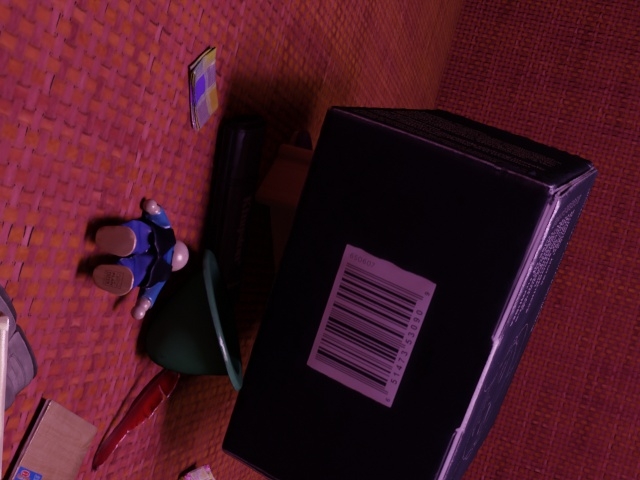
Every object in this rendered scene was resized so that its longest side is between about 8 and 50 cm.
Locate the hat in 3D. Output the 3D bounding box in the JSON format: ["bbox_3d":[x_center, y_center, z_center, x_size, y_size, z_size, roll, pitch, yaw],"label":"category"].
[{"bbox_3d":[-0.200,0.122,0.995,0.208,0.183,0.173,-106,-178,-62],"label":"hat"}]

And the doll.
[{"bbox_3d":[-0.185,0.021,0.874,0.189,0.046,0.129,-17,112,-82],"label":"doll"}]

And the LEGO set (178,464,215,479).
[{"bbox_3d":[-0.185,0.429,1.312,0.132,0.107,0.287,-37,165,-6],"label":"LEGO set"}]

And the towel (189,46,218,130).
[{"bbox_3d":[-0.132,-0.173,0.947,0.060,0.009,0.083,-59,160,-46],"label":"towel"}]

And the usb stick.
[{"bbox_3d":[-0.118,-0.030,1.094,0.077,0.045,0.278,-40,144,-64],"label":"usb stick"}]

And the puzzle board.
[{"bbox_3d":[-0.270,0.218,0.829,0.128,0.011,0.096,75,34,-64],"label":"puzzle board"}]

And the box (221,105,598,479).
[{"bbox_3d":[0.150,0.080,1.169,0.471,0.297,0.480,-16,127,-64],"label":"box"}]

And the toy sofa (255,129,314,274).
[{"bbox_3d":[0.000,0.000,1.389,0.363,0.150,0.177,90,22,-49],"label":"toy sofa"}]

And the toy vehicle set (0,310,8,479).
[{"bbox_3d":[-0.274,0.176,0.479,0.166,0.035,0.267,-2,102,-46],"label":"toy vehicle set"}]

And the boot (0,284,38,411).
[{"bbox_3d":[-0.261,0.151,0.623,0.161,0.083,0.247,-60,156,-49],"label":"boot"}]
